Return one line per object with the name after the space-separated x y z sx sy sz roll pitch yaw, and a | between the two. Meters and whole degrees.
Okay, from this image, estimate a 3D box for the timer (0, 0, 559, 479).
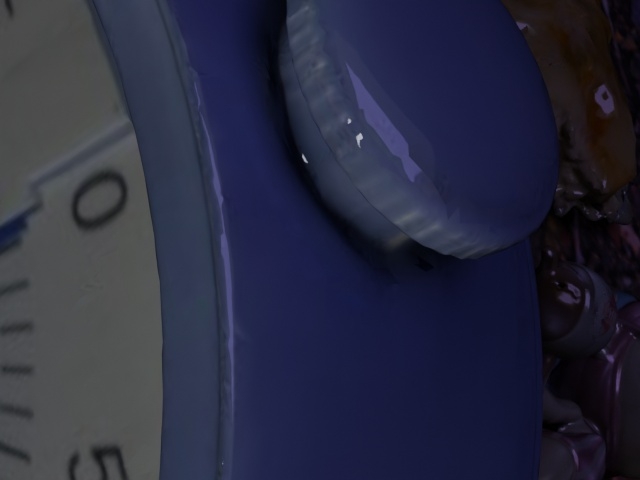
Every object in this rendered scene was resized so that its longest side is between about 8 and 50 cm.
-0.108 0.028 0.499 0.173 0.395 0.395 5 66 -48 | timer

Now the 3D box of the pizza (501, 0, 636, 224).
0.027 -0.232 0.989 0.392 0.080 0.435 7 63 -43 | pizza

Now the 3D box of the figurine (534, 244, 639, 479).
0.099 0.087 0.863 0.260 0.102 0.205 -35 122 -44 | figurine
